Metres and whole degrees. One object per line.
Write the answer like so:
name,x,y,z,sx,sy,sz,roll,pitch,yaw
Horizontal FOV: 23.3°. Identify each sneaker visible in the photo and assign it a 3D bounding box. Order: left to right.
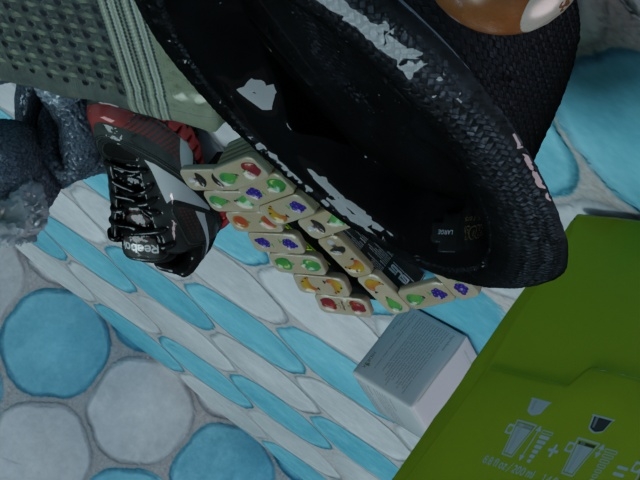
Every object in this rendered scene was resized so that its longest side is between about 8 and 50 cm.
sneaker,-0.175,-0.054,1.612,0.098,0.135,0.276,12,155,25

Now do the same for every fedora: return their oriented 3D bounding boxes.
fedora,0.044,-0.121,0.893,0.334,0.152,0.334,34,165,11

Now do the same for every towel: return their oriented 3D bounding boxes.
towel,-0.229,-0.227,1.213,0.312,0.056,0.324,14,148,15

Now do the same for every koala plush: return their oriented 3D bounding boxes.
koala plush,-0.310,-0.092,1.663,0.196,0.221,0.203,19,157,48

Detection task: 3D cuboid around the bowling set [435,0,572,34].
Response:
bowling set,0.098,-0.163,0.524,0.154,0.200,0.287,-6,170,-4

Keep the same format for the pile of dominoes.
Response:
pile of dominoes,0.000,0.000,1.445,0.196,0.040,0.251,-18,126,45

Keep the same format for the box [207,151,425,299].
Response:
box,-0.012,-0.014,1.557,0.191,0.045,0.184,44,164,-25

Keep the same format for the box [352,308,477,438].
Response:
box,0.107,0.144,1.651,0.087,0.102,0.101,30,163,34

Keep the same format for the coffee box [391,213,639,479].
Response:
coffee box,0.276,0.221,1.031,0.334,0.338,0.337,45,163,-26
